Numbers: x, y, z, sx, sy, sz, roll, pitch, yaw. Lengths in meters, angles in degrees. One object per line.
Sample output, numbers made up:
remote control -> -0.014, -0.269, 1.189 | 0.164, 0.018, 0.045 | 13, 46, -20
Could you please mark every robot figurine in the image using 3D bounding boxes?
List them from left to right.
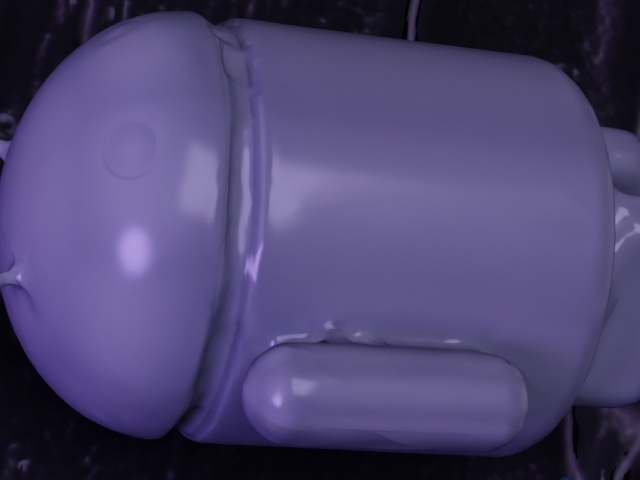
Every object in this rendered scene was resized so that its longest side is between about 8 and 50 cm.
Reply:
robot figurine -> 0.000, 0.000, 0.842 | 0.353, 0.199, 0.300 | 6, 26, -17

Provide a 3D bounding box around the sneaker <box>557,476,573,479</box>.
sneaker -> 0.209, 0.199, 0.865 | 0.319, 0.127, 0.208 | -11, 71, -25
